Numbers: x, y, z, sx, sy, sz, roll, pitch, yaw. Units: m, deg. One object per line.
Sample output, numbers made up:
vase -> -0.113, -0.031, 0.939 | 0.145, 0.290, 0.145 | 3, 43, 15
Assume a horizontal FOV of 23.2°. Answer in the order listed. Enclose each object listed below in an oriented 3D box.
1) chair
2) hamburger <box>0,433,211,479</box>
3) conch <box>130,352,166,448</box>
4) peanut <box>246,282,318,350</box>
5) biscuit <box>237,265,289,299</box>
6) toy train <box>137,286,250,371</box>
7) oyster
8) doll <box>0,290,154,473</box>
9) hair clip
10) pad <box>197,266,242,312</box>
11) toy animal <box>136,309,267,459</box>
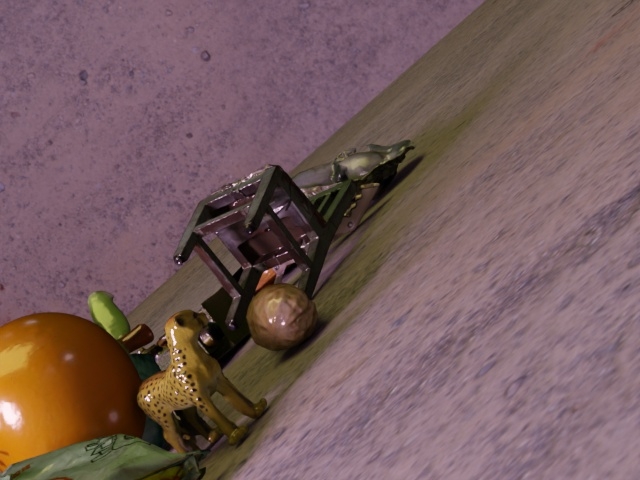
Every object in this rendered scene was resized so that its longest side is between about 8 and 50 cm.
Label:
chair -> -0.069, -0.029, 2.051 | 0.136, 0.147, 0.270 | -22, 27, 31
hamburger -> -0.254, 0.270, 1.494 | 0.260, 0.150, 0.276 | -45, 6, -30
conch -> -0.270, 0.245, 1.861 | 0.202, 0.134, 0.196 | -43, -25, 25
peanut -> -0.049, 0.088, 1.780 | 0.080, 0.080, 0.174 | -44, 3, -7
biscuit -> -0.076, 0.047, 2.365 | 0.250, 0.036, 0.165 | -42, 5, -21
toy train -> -0.195, 0.163, 2.120 | 0.225, 0.090, 0.137 | -39, 1, 32
oyster -> 0.015, -0.076, 2.278 | 0.252, 0.087, 0.199 | -42, 23, -24
doll -> -0.268, 0.155, 1.692 | 0.236, 0.213, 0.213 | -45, 7, -23
hair clip -> 0.000, 0.000, 2.181 | 0.226, 0.072, 0.034 | -33, 12, 8
pad -> -0.216, 0.152, 2.403 | 0.367, 0.007, 0.247 | -48, -3, -18
toy animal -> -0.142, 0.156, 1.613 | 0.073, 0.136, 0.181 | -45, 5, -34
